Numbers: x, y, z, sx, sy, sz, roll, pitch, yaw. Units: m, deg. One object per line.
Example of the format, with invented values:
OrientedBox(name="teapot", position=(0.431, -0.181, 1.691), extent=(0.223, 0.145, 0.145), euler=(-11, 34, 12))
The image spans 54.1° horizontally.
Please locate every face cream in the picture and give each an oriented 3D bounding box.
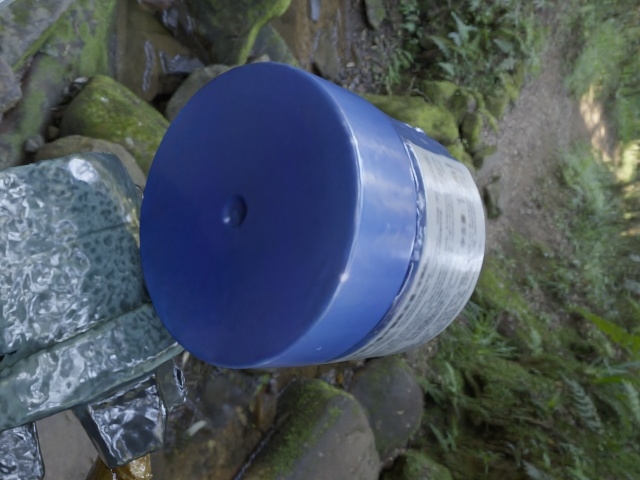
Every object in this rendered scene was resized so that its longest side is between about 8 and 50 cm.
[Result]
OrientedBox(name="face cream", position=(-0.002, -0.010, 0.577), extent=(0.225, 0.249, 0.248), euler=(12, 81, -51))

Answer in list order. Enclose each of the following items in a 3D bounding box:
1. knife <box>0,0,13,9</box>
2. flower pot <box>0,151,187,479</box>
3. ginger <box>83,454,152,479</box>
OrientedBox(name="knife", position=(-0.343, -0.330, 0.785), extent=(0.043, 0.081, 0.335), euler=(49, 46, -28))
OrientedBox(name="flower pot", position=(-0.268, 0.085, 0.638), extent=(0.299, 0.299, 0.282), euler=(-26, 94, -56))
OrientedBox(name="ginger", position=(-0.281, 0.433, 0.901), extent=(0.107, 0.133, 0.309), euler=(7, 69, -50))
